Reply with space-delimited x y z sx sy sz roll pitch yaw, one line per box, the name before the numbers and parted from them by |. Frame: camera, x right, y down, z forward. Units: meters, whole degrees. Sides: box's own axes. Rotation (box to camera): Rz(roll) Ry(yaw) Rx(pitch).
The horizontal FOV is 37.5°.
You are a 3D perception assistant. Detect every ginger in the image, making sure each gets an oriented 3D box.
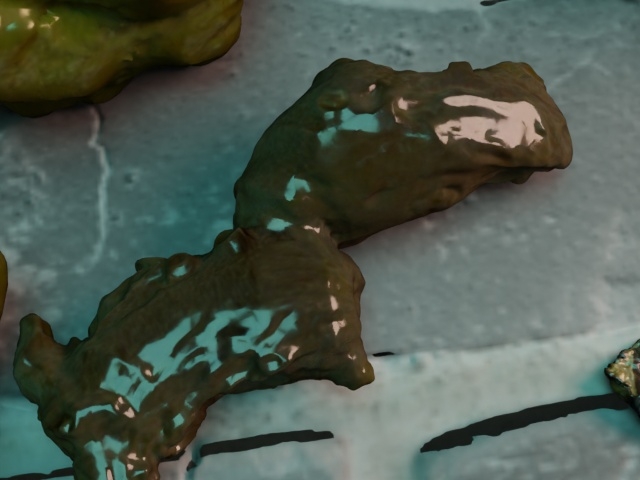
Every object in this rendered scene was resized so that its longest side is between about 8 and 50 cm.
ginger | -0.002 0.001 0.426 0.290 0.084 0.122 -39 66 -13

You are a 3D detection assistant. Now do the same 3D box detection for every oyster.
oyster | 0.171 0.067 0.431 0.083 0.019 0.054 11 71 6

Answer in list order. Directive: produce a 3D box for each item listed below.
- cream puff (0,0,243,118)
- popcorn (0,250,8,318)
cream puff | -0.145 -0.195 0.454 0.281 0.185 0.282 1 70 -2
popcorn | -0.249 0.052 0.359 0.251 0.206 0.237 -4 52 -18
